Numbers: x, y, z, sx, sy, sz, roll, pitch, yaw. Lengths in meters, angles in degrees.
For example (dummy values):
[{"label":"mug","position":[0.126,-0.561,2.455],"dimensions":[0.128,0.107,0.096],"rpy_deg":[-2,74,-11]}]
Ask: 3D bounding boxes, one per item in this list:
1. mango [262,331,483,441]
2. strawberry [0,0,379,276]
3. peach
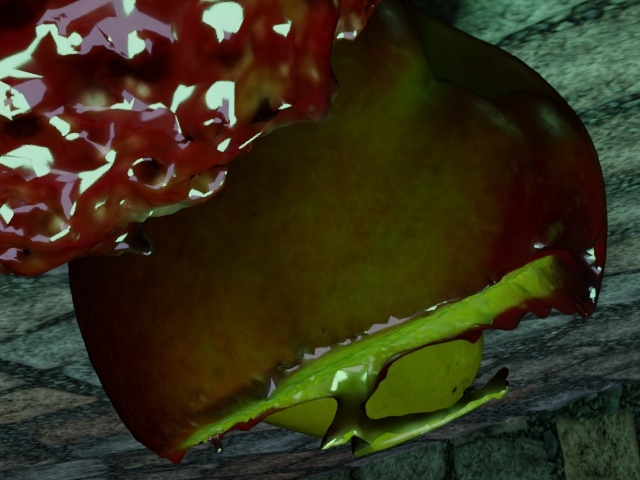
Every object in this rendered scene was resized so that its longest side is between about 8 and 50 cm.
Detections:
[{"label":"mango","position":[-0.026,0.084,1.451],"dimensions":[0.445,0.232,0.300],"rpy_deg":[14,177,-38]},{"label":"strawberry","position":[-0.156,-0.142,0.443],"dimensions":[0.312,0.267,0.351],"rpy_deg":[-17,138,15]},{"label":"peach","position":[0.004,-0.021,1.015],"dimensions":[0.335,0.310,0.406],"rpy_deg":[0,154,-45]}]
